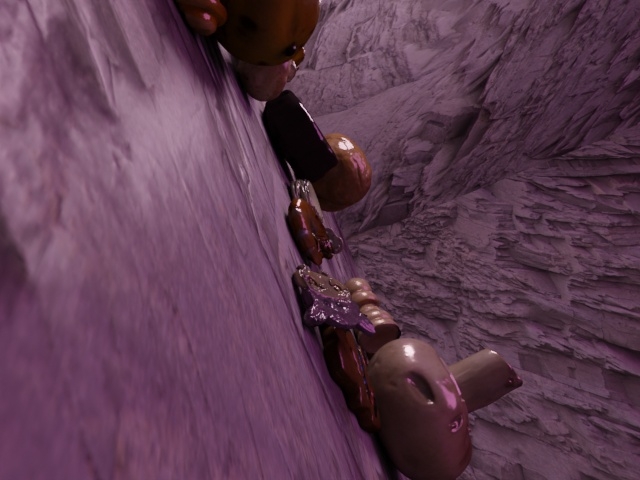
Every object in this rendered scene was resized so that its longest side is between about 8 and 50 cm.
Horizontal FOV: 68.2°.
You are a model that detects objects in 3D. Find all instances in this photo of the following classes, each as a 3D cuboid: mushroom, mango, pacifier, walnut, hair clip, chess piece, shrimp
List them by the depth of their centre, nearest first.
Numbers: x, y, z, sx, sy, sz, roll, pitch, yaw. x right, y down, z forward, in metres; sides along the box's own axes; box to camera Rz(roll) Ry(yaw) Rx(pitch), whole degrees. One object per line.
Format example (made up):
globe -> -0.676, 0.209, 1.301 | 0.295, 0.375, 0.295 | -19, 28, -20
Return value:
hair clip -> 0.021, 0.109, 0.840 | 0.187, 0.056, 0.146 | 33, 20, -47
mango -> -0.160, -0.547, 0.987 | 0.445, 0.220, 0.301 | 55, -21, 34
shrimp -> -0.010, 0.008, 1.121 | 0.287, 0.063, 0.152 | 54, 16, -57
mushroom -> 0.248, 0.367, 1.129 | 0.325, 0.353, 0.353 | 23, -34, 50
mushroom -> -0.135, -0.433, 1.186 | 0.127, 0.166, 0.166 | 5, 54, -38
chess piece -> 0.150, 0.232, 1.569 | 0.143, 0.142, 0.261 | 64, 0, -41
pacifier -> 0.027, 0.009, 1.602 | 0.099, 0.081, 0.078 | 45, 33, 16
walnut -> 0.045, -0.242, 1.711 | 0.296, 0.285, 0.285 | -10, -75, 57

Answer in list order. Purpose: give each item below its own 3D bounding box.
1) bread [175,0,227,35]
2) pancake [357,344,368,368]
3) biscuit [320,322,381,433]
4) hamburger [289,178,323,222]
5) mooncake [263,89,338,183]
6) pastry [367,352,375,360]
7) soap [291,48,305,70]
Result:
bread -> -0.214, -0.443, 0.805 | 0.119, 0.084, 0.177 | -60, 132, -83
pancake -> 0.133, 0.364, 1.411 | 0.115, 0.011, 0.115 | -21, 90, -84
biscuit -> 0.066, 0.256, 0.952 | 0.278, 0.043, 0.302 | -96, 163, -73
hamburger -> -0.040, -0.108, 1.321 | 0.133, 0.062, 0.140 | -98, 167, -67
mooncake -> -0.070, -0.312, 1.446 | 0.283, 0.141, 0.283 | 58, 3, -5
pastry -> 0.222, 0.412, 1.690 | 0.182, 0.093, 0.193 | 46, 22, -84
soap -> -0.146, -0.538, 1.325 | 0.257, 0.080, 0.160 | 37, -17, 34
